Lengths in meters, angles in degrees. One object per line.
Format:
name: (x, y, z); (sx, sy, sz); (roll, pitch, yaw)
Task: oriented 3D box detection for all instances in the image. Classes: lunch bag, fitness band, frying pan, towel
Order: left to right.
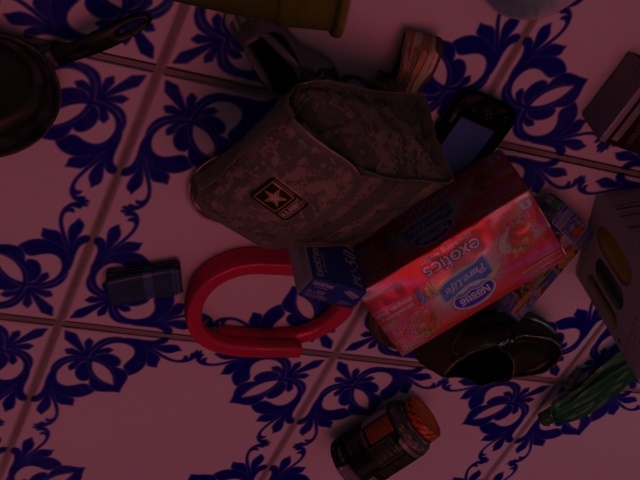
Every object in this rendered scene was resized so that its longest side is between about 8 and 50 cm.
frying pan: (-0.395, -0.234, 1.548); (0.326, 0.053, 0.197); (-43, 131, 19)
towel: (-0.277, 0.067, 1.886); (0.120, 0.029, 0.067); (-10, 134, -11)
fitness band: (-0.081, 0.102, 1.974); (0.291, 0.054, 0.209); (4, 128, -23)
lunch bag: (-0.006, -0.097, 1.630); (0.287, 0.168, 0.235); (2, 153, -41)

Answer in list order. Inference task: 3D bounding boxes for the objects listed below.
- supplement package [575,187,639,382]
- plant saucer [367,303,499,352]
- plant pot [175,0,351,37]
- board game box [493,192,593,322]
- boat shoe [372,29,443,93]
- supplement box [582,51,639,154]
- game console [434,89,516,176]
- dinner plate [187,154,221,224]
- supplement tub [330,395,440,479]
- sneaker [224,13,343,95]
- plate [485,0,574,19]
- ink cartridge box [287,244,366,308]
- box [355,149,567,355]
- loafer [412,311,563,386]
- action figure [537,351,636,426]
supplement package: (0.585, 0.065, 2.014); (0.198, 0.262, 0.199); (-8, 134, -12)
plant saucer: (0.212, 0.101, 2.043); (0.278, 0.041, 0.277); (-18, 142, -15)
plant pot: (-0.146, -0.408, 1.292); (0.353, 0.366, 0.366); (1, 132, -5)
board game box: (0.358, 0.031, 2.010); (0.201, 0.035, 0.136); (-50, 140, 3)
boat shoe: (0.107, -0.219, 1.733); (0.072, 0.068, 0.190); (16, 116, -16)
supplement box: (0.548, -0.196, 1.891); (0.240, 0.073, 0.130); (15, 125, -29)
game console: (0.159, -0.088, 1.880); (0.213, 0.044, 0.361); (15, 125, -31)
dinner plate: (-0.130, -0.080, 1.804); (0.141, 0.017, 0.141); (-8, 132, -9)
supplement tub: (0.123, 0.379, 2.255); (0.190, 0.117, 0.117); (-35, 133, 16)
sneaker: (-0.040, -0.221, 1.624); (0.086, 0.132, 0.229); (-39, 132, 18)
plate: (0.303, -0.391, 1.659); (0.188, 0.024, 0.188); (-10, 134, -11)
ink cartridge box: (0.000, 0.000, 1.790); (0.097, 0.207, 0.046); (17, 132, -31)
box: (0.200, 0.020, 1.838); (0.300, 0.142, 0.154); (-31, 122, 6)
loafer: (0.293, 0.204, 2.076); (0.366, 0.130, 0.133); (7, 131, -39)
action figure: (0.524, 0.291, 2.348); (0.232, 0.063, 0.137); (-36, 135, 10)
